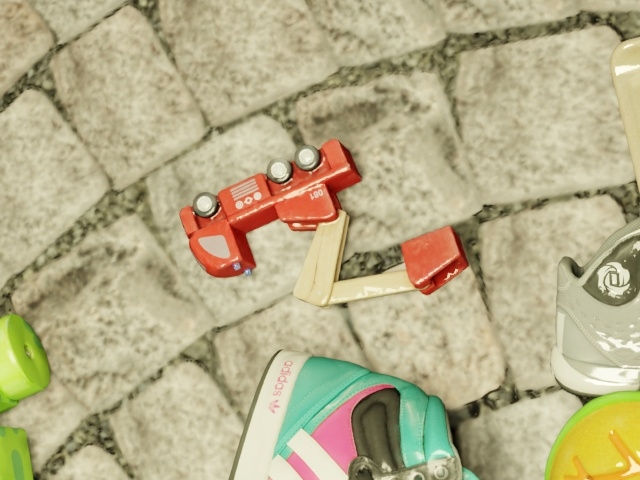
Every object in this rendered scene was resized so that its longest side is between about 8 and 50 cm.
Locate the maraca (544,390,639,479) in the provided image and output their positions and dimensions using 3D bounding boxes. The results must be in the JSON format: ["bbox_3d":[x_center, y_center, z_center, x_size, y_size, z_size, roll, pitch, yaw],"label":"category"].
[{"bbox_3d":[0.210,0.186,0.985,0.127,0.099,0.185,13,112,20],"label":"maraca"}]

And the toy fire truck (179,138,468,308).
[{"bbox_3d":[0.000,0.000,1.109,0.192,0.047,0.135,-24,74,9],"label":"toy fire truck"}]

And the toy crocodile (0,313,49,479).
[{"bbox_3d":[-0.261,0.161,1.110,0.115,0.105,0.340,-21,73,9],"label":"toy crocodile"}]

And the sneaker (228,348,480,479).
[{"bbox_3d":[0.028,0.209,0.988,0.178,0.124,0.295,5,52,13],"label":"sneaker"}]

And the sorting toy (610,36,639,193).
[{"bbox_3d":[0.320,-0.067,1.046,0.193,0.038,0.208,-13,75,11],"label":"sorting toy"}]

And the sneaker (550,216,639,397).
[{"bbox_3d":[0.266,0.038,0.990,0.229,0.086,0.132,-2,104,14],"label":"sneaker"}]
